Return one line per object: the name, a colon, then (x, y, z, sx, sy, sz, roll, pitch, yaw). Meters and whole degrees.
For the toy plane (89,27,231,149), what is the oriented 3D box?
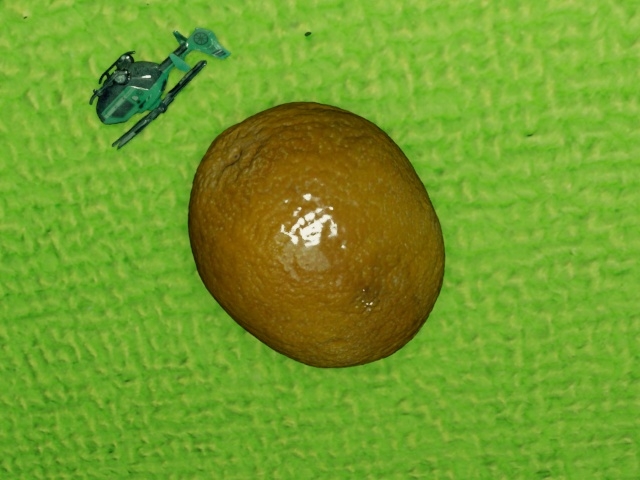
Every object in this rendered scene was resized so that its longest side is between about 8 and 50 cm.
toy plane: (-0.230, -0.212, 1.301, 0.235, 0.060, 0.096, -36, 119, 27)

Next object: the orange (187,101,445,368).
orange: (0.000, 0.000, 1.260, 0.322, 0.322, 0.357, -25, 126, 20)
